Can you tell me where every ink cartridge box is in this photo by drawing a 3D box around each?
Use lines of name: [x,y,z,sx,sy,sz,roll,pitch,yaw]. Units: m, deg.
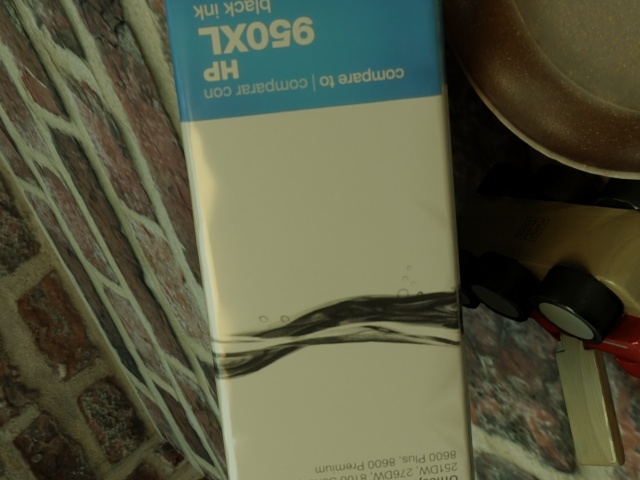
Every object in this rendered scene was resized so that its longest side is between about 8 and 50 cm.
ink cartridge box: [0.000,0.000,0.661,0.285,0.166,0.395,-107,11,-79]

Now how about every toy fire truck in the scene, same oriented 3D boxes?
toy fire truck: [0.224,0.075,0.719,0.246,0.158,0.217,41,167,-25]

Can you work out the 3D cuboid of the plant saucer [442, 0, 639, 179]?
plant saucer: [0.165,-0.187,0.437,0.310,0.050,0.310,26,122,53]
